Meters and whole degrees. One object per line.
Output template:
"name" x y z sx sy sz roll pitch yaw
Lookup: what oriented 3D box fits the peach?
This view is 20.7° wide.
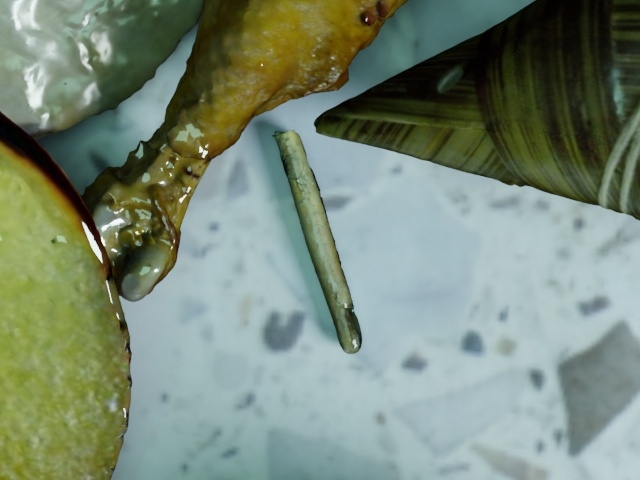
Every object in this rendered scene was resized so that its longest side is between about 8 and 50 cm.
"peach" -0.171 0.026 0.769 0.189 0.068 0.279 -17 115 17

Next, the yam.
"yam" 0.000 0.000 0.794 0.014 0.014 0.107 -18 91 5

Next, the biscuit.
"biscuit" -0.150 -0.107 0.768 0.250 0.032 0.133 -10 109 -10

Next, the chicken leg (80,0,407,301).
"chicken leg" -0.031 -0.079 0.753 0.087 0.107 0.251 37 104 -3

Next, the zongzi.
"zongzi" 0.142 -0.127 0.737 0.241 0.111 0.247 17 89 9
